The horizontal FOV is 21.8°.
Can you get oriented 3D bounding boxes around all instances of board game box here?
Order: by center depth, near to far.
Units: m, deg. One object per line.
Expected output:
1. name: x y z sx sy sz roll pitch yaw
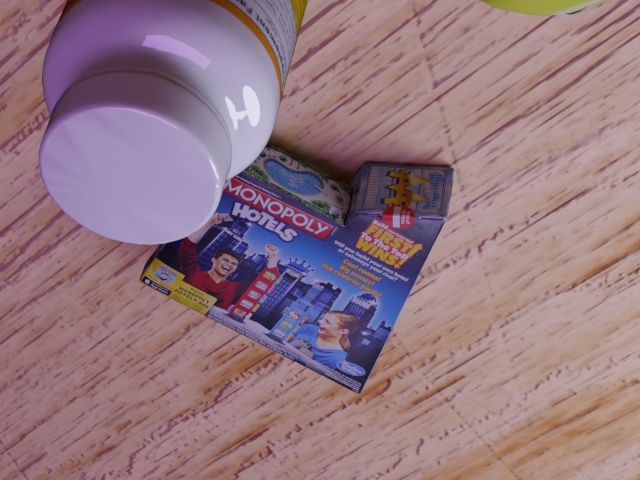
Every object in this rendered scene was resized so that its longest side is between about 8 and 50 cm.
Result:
1. board game box: 0.000 0.000 1.199 0.194 0.060 0.194 28 131 -15

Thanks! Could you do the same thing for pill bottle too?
1. pill bottle: -0.084 -0.116 0.977 0.136 0.245 0.136 6 134 6

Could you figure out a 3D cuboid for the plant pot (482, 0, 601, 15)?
1. plant pot: 0.145 -0.246 0.767 0.227 0.228 0.207 -15 120 49
